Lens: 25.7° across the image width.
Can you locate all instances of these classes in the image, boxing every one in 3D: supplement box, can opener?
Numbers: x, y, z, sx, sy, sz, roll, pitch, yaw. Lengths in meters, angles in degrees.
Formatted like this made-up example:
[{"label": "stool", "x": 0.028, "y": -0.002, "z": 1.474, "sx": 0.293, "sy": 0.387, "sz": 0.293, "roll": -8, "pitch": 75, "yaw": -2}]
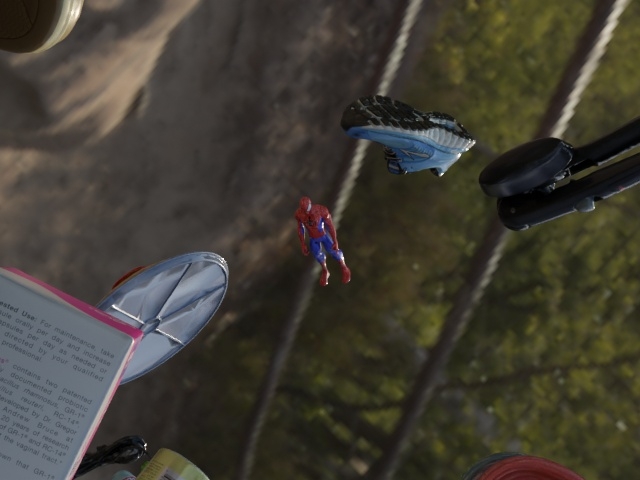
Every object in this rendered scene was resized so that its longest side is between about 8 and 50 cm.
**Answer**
[{"label": "supplement box", "x": -0.217, "y": 0.137, "z": 0.939, "sx": 0.111, "sy": 0.114, "sz": 0.220, "roll": 169, "pitch": -54, "yaw": -87}, {"label": "can opener", "x": 0.212, "y": -0.057, "z": 1.035, "sx": 0.186, "sy": 0.059, "sz": 0.073, "roll": -19, "pitch": 168, "yaw": 16}]

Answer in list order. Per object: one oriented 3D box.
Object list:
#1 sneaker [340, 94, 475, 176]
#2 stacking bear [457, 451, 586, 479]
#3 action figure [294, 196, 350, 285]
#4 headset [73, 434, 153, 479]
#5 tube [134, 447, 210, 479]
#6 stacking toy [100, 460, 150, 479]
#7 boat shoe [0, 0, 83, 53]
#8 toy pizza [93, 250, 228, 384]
[{"label": "sneaker", "x": 0.085, "y": -0.096, "z": 1.433, "sx": 0.162, "sy": 0.063, "sz": 0.073, "roll": 12, "pitch": 120, "yaw": -37}, {"label": "stacking bear", "x": 0.242, "y": 0.356, "z": 1.831, "sx": 0.175, "sy": 0.164, "sz": 0.289, "roll": -39, "pitch": 177, "yaw": -8}, {"label": "action figure", "x": 0.000, "y": 0.000, "z": 1.356, "sx": 0.030, "sy": 0.038, "sz": 0.115, "roll": -76, "pitch": 154, "yaw": -43}, {"label": "headset", "x": -0.223, "y": 0.452, "z": 1.836, "sx": 0.185, "sy": 0.394, "sz": 0.243, "roll": -15, "pitch": 167, "yaw": -1}, {"label": "tube", "x": -0.186, "y": 0.288, "z": 1.202, "sx": 0.240, "sy": 0.062, "sz": 0.070, "roll": -52, "pitch": -163, "yaw": -25}, {"label": "stacking toy", "x": -0.198, "y": 0.288, "z": 1.375, "sx": 0.052, "sy": 0.167, "sz": 0.221, "roll": -6, "pitch": 110, "yaw": -35}, {"label": "boat shoe", "x": -0.233, "y": -0.216, "z": 0.930, "sx": 0.089, "sy": 0.285, "sz": 0.105, "roll": 2, "pitch": 126, "yaw": -53}, {"label": "toy pizza", "x": -0.181, "y": 0.076, "z": 1.418, "sx": 0.201, "sy": 0.032, "sz": 0.201, "roll": -33, "pitch": 156, "yaw": -17}]
